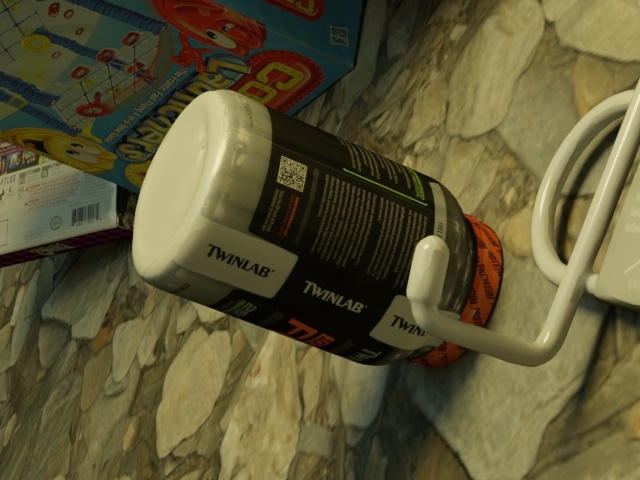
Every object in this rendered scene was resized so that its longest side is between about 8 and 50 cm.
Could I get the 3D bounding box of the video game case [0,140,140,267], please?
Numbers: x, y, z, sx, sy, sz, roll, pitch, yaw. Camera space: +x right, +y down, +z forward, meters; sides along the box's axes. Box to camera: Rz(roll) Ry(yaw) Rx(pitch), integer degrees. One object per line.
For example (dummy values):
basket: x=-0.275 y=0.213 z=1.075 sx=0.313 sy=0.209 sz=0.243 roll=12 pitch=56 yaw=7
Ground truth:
video game case: x=-0.250 y=-0.092 z=1.593 sx=0.232 sy=0.042 sz=0.210 roll=-13 pitch=70 yaw=42

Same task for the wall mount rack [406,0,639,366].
wall mount rack: x=0.168 y=-0.081 z=0.721 sx=0.350 sy=0.130 sz=0.304 roll=10 pitch=79 yaw=65

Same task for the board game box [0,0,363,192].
board game box: x=-0.173 y=-0.164 z=1.293 sx=0.308 sy=0.302 sz=0.086 roll=-34 pitch=42 yaw=53

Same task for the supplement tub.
supplement tub: x=0.000 y=0.000 z=0.929 sx=0.117 sy=0.190 sz=0.117 roll=-47 pitch=30 yaw=40
